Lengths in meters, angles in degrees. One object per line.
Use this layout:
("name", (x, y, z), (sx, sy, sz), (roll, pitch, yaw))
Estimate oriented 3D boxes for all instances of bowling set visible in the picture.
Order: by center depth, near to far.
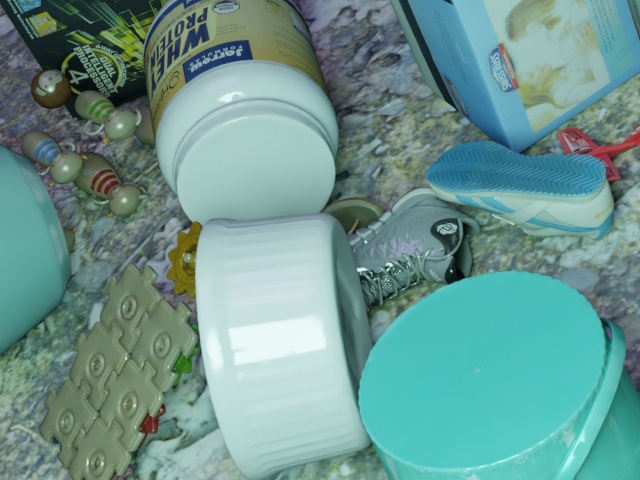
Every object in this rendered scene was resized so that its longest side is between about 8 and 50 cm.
("bowling set", (-0.318, -0.121, 2.106), (0.287, 0.200, 0.154), (-44, 42, -11))

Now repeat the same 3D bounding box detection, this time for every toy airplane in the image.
("toy airplane", (0.333, -0.105, 1.822), (0.151, 0.028, 0.151), (-21, 31, 13))

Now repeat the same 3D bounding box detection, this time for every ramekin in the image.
("ramekin", (-0.028, 0.102, 1.632), (0.135, 0.277, 0.277), (-10, 42, 9))

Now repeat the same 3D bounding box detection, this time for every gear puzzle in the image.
("gear puzzle", (-0.199, 0.123, 1.769), (0.175, 0.044, 0.339), (42, 108, 43))

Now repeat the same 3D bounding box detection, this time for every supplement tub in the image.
("supplement tub", (-0.101, -0.167, 1.992), (0.228, 0.228, 0.316), (-24, 39, 7))

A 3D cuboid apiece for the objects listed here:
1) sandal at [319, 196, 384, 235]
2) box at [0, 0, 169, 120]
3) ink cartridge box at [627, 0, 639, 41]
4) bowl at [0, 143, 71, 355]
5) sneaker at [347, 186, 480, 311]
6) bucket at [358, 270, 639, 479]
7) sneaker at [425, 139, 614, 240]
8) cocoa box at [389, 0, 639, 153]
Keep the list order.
("sandal", (0.000, 0.000, 1.875), (0.180, 0.072, 0.049), (-14, 30, 27))
("box", (-0.296, -0.386, 2.213), (0.318, 0.395, 0.097), (-20, 38, 9))
("ink cartridge box", (0.440, -0.181, 1.646), (0.160, 0.279, 0.385), (-19, 41, 9))
("bowl", (-0.424, -0.001, 1.989), (0.163, 0.312, 0.311), (-23, 36, -21))
("sneaker", (0.090, 0.034, 1.777), (0.228, 0.086, 0.132), (-43, 44, -18))
("bucket", (0.179, 0.176, 1.491), (0.281, 0.183, 0.281), (-16, 41, 15))
("sneaker", (0.221, -0.050, 1.778), (0.228, 0.092, 0.087), (13, 54, 36))
("cocoa box", (0.214, -0.324, 1.877), (0.231, 0.347, 0.228), (-34, 40, -7))
